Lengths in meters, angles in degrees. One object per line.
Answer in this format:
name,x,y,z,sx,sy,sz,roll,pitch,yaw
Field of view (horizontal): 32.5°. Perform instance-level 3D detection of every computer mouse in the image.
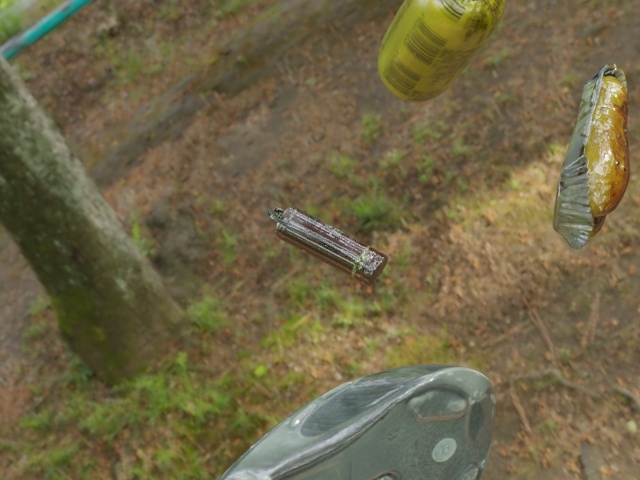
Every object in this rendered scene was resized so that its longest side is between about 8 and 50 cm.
computer mouse,-0.011,0.210,0.947,0.379,0.167,0.090,-22,32,-21

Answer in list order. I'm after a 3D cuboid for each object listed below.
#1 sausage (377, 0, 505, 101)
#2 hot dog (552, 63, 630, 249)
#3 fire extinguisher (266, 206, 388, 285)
sausage,0.159,-0.284,1.499,0.123,0.123,0.347,-49,0,-18
hot dog,0.355,-0.106,1.400,0.081,0.163,0.270,13,47,13
fire extinguisher,0.000,0.000,1.273,0.158,0.064,0.043,27,96,14
